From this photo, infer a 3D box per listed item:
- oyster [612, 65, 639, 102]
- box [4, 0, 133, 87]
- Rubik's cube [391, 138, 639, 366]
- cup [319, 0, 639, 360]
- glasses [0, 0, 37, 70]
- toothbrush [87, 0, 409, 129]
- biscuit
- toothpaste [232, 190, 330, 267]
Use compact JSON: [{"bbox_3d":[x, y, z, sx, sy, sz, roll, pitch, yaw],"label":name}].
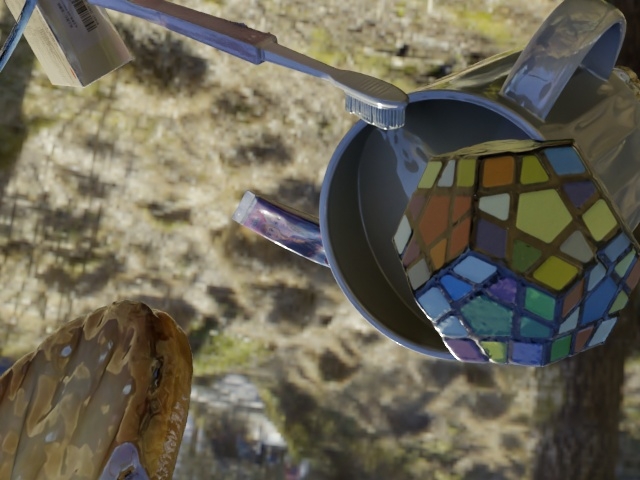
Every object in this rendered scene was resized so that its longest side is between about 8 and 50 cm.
[{"bbox_3d":[0.319,-0.153,1.224,0.038,0.083,0.081,-2,129,-37],"label":"oyster"},{"bbox_3d":[-0.389,-0.340,1.671,0.168,0.095,0.212,20,141,60],"label":"box"},{"bbox_3d":[0.105,0.004,0.600,0.112,0.133,0.133,35,-174,38],"label":"Rubik's cube"},{"bbox_3d":[0.188,-0.084,1.047,0.236,0.323,0.327,35,-151,15],"label":"cup"},{"bbox_3d":[-0.238,-0.121,0.577,0.189,0.088,0.221,12,132,-16],"label":"glasses"},{"bbox_3d":[-0.038,-0.087,0.501,0.194,0.014,0.017,28,136,32],"label":"toothbrush"},{"bbox_3d":[-0.181,0.144,0.676,0.299,0.154,0.045,-37,133,26],"label":"biscuit"},{"bbox_3d":[0.000,0.000,1.684,0.266,0.061,0.096,23,148,-8],"label":"toothpaste"}]
